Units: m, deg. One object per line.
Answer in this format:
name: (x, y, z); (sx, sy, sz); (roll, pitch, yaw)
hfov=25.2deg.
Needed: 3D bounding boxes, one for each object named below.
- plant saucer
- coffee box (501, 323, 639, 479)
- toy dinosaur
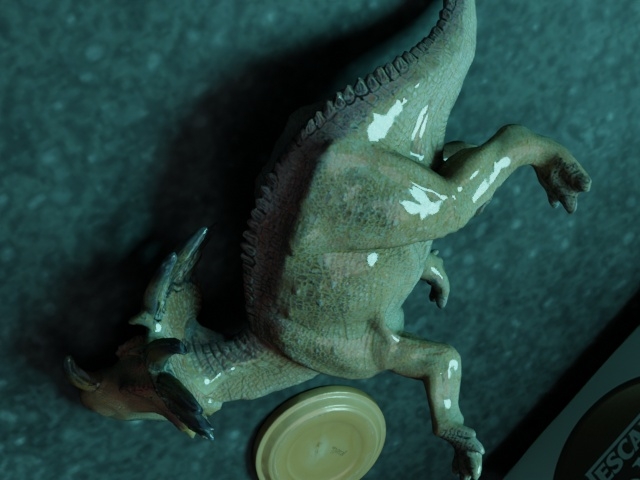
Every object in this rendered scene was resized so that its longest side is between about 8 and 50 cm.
plant saucer: (0.001, 0.123, 0.853); (0.084, 0.013, 0.083); (-12, 126, -17)
coffee box: (0.378, 0.182, 0.853); (0.338, 0.334, 0.337); (29, 107, -39)
toy dinosaur: (0.000, 0.000, 0.708); (0.200, 0.127, 0.295); (12, 110, -22)
